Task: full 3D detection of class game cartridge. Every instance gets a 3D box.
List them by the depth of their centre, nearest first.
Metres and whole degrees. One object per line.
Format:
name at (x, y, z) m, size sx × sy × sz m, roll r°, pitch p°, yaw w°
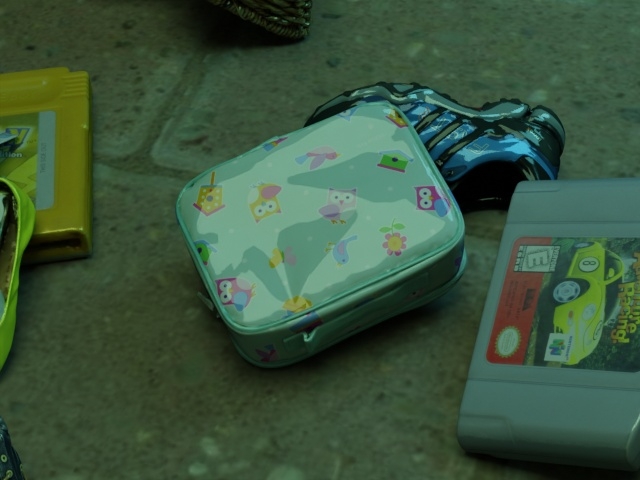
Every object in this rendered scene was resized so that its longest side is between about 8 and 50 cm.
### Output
game cartridge at (0.251, 0.068, 1.166) m, size 0.196 × 0.060 × 0.294 m, roll 1°, pitch 60°, yaw 30°
game cartridge at (-0.415, -0.089, 1.467) m, size 0.285 × 0.053 × 0.324 m, roll -8°, pitch 46°, yaw -4°

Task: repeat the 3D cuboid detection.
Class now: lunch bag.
lunch bag at (0.000, 0.000, 1.278) m, size 0.279 × 0.108 × 0.224 m, roll -25°, pitch 63°, yaw -6°

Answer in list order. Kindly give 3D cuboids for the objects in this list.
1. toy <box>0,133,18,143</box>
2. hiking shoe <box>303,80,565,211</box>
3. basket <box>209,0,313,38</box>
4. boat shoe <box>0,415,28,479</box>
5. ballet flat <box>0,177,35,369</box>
toy at (-0.440, -0.120, 1.358) m, size 0.136 × 0.056 × 0.237 m, roll 3°, pitch 17°, yaw 7°
hiking shoe at (0.124, -0.099, 1.395) m, size 0.304 × 0.113 × 0.132 m, roll 2°, pitch 47°, yaw 9°
basket at (-0.119, -0.435, 1.659) m, size 0.213 × 0.223 × 0.299 m, roll -2°, pitch 51°, yaw -4°
boat shoe at (-0.292, 0.232, 1.106) m, size 0.065 × 0.083 × 0.183 m, roll -20°, pitch 47°, yaw -16°
ballet flat at (-0.348, 0.036, 1.274) m, size 0.077 × 0.077 × 0.231 m, roll 5°, pitch 61°, yaw 2°
